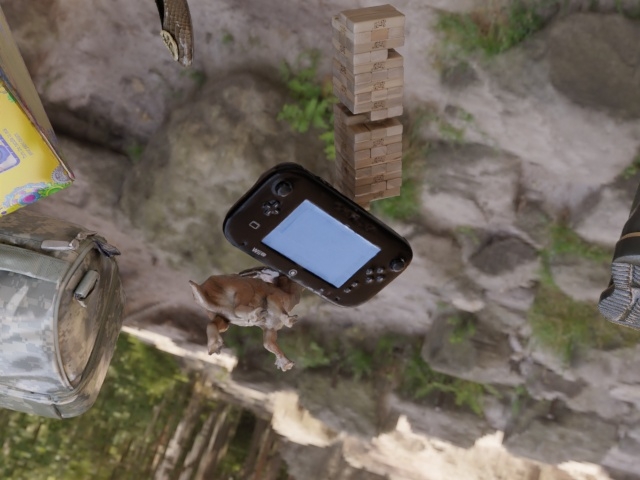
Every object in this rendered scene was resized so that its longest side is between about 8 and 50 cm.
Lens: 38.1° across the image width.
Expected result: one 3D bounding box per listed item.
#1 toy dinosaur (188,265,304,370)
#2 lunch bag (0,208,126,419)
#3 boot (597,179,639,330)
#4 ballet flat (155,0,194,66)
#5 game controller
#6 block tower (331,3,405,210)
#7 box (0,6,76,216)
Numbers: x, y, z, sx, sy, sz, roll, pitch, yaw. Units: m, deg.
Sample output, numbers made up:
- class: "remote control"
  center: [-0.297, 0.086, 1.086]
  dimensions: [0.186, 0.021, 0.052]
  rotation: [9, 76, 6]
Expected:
- class: "toy dinosaur"
  center: [-0.129, 0.096, 1.564]
  dimensions: [0.295, 0.127, 0.200]
  rotation: [14, -148, -37]
- class: "lunch bag"
  center: [-0.386, 0.060, 1.070]
  dimensions: [0.305, 0.213, 0.256]
  rotation: [13, 155, 4]
- class: "boot"
  center: [0.318, -0.001, 0.872]
  dimensions: [0.076, 0.137, 0.198]
  rotation: [15, 159, 15]
- class: "ballet flat"
  center: [-0.230, -0.360, 1.299]
  dimensions: [0.058, 0.250, 0.084]
  rotation: [-16, 178, -22]
- class: "game controller"
  center: [0.000, 0.000, 1.455]
  dimensions: [0.319, 0.166, 0.067]
  rotation: [33, -164, -35]
- class: "block tower"
  center: [0.078, -0.217, 1.523]
  dimensions: [0.097, 0.335, 0.091]
  rotation: [-13, -144, -18]
- class: "box"
  center: [-0.408, -0.139, 0.787]
  dimensions: [0.279, 0.290, 0.177]
  rotation: [-27, 156, -6]
